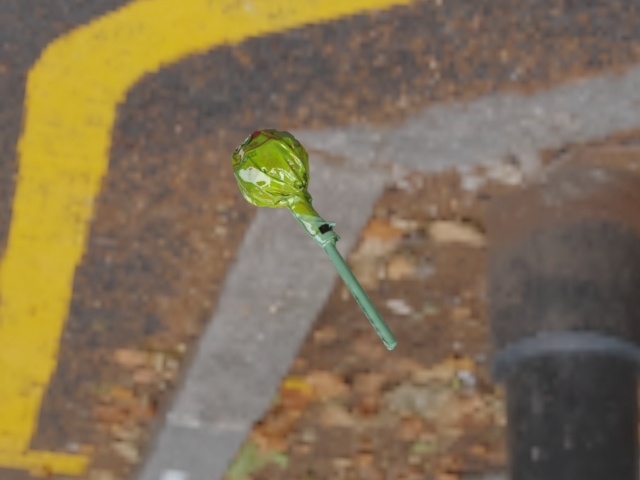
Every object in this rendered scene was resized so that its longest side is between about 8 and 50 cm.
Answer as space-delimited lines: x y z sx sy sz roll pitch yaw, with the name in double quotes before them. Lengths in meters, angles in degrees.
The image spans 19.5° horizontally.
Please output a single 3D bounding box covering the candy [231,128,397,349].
"candy" 0.000 0.000 1.337 0.058 0.194 0.062 -44 159 28
